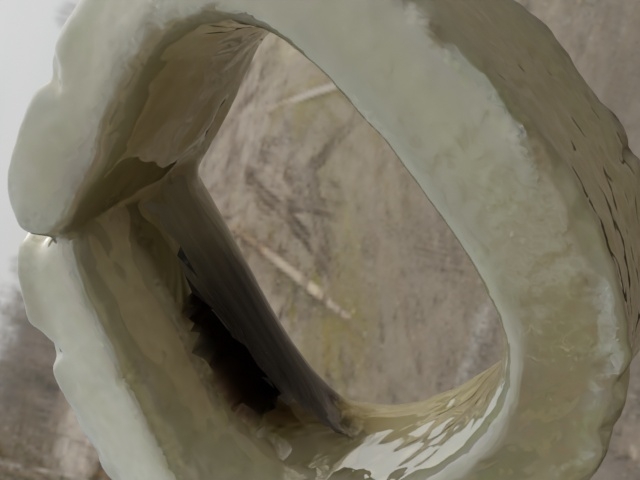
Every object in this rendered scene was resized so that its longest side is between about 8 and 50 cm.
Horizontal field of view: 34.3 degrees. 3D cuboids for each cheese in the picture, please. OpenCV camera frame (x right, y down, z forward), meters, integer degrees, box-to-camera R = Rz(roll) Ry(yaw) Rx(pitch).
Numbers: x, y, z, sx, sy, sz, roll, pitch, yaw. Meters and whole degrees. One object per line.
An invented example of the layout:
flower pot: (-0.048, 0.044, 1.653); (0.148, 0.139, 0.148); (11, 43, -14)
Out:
cheese: (-0.003, 0.002, 0.525); (0.292, 0.332, 0.153); (-30, 1, 28)
